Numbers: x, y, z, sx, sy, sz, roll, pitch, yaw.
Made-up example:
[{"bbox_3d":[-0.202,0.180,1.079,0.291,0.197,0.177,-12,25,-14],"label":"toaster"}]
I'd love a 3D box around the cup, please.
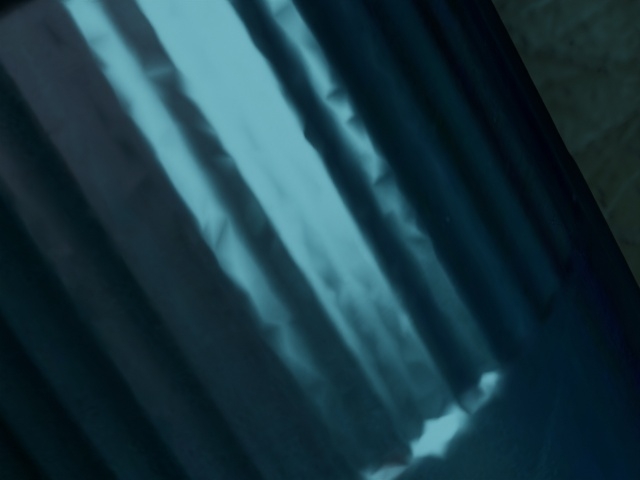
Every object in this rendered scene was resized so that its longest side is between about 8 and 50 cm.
[{"bbox_3d":[-0.013,0.012,0.499,0.242,0.308,0.292,-47,121,-31],"label":"cup"}]
